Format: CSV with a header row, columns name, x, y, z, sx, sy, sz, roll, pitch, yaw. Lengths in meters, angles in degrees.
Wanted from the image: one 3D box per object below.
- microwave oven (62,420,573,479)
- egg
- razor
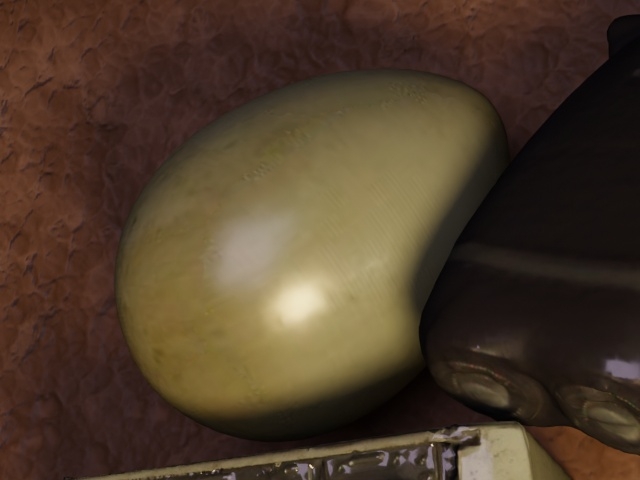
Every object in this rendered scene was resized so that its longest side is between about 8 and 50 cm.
name,x,y,z,sx,sy,sz,roll,pitch,yaw
microwave oven,0.017,0.330,1.096,0.333,0.247,0.394,-10,70,20
egg,0.000,0.000,1.223,0.295,0.218,0.218,-43,61,-6
razor,0.207,-0.024,1.112,0.204,0.113,0.349,8,47,37
